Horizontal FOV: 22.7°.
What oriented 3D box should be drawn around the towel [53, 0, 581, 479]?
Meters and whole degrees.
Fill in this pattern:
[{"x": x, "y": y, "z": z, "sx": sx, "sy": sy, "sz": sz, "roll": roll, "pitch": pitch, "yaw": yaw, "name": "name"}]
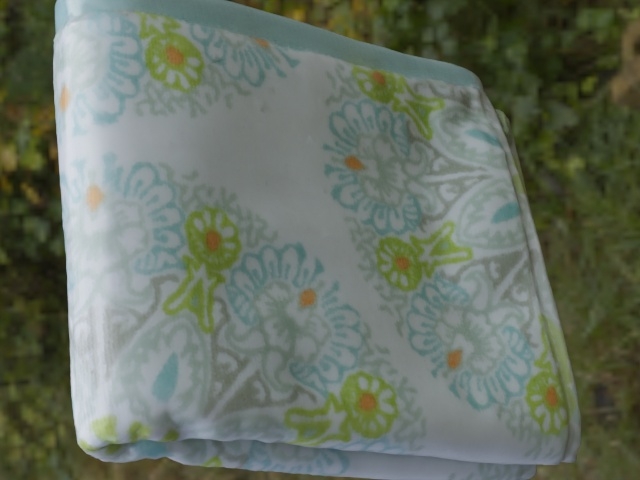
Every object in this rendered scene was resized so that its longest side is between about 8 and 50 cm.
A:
[{"x": 0.000, "y": 0.000, "z": 1.084, "sx": 0.090, "sy": 0.374, "sz": 0.321, "roll": -42, "pitch": 49, "yaw": 46, "name": "towel"}]
